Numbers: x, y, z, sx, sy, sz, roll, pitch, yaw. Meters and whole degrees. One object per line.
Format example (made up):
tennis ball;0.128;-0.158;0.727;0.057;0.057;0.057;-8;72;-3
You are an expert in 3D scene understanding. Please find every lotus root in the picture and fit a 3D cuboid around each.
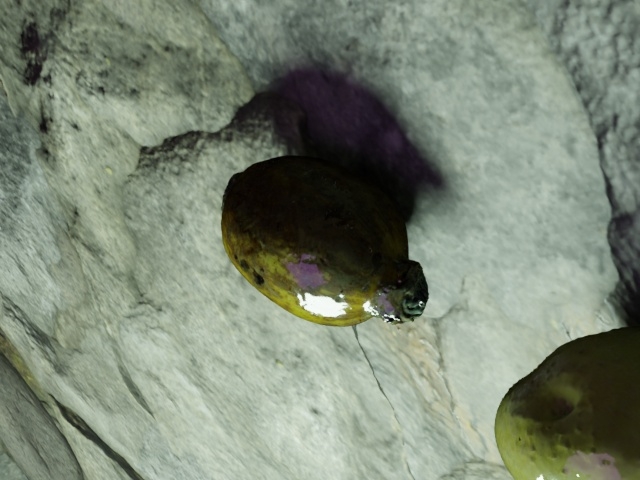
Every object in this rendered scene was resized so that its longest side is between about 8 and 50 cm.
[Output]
lotus root;0.000;0.000;0.854;0.209;0.120;0.120;31;142;36

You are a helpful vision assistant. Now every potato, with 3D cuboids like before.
potato;0.210;0.141;0.685;0.194;0.157;0.157;50;149;18
